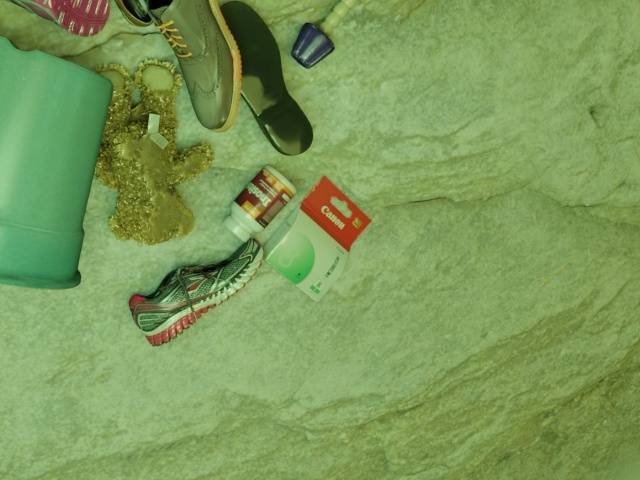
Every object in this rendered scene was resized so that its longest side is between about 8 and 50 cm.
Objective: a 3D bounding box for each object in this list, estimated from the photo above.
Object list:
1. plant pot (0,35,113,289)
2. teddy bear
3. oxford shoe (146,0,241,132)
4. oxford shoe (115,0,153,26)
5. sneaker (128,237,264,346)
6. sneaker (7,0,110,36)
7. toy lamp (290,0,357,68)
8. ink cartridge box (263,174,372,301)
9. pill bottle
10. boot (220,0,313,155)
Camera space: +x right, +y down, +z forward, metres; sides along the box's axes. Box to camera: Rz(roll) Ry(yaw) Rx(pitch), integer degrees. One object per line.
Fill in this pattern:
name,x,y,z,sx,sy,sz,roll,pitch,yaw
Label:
plant pot,-0.496,-0.136,1.131,0.341,0.341,0.334,18,93,-31
teddy bear,-0.327,-0.164,1.329,0.245,0.113,0.338,-31,113,-21
oxford shoe,-0.235,-0.359,1.244,0.132,0.129,0.364,-29,113,-48
oxford shoe,-0.347,-0.453,1.207,0.076,0.076,0.212,-42,121,-4
sneaker,-0.243,0.087,1.455,0.299,0.121,0.112,-36,101,-15
sneaker,-0.453,-0.416,1.157,0.252,0.111,0.103,23,96,-54
toy lamp,0.044,-0.454,1.401,0.080,0.080,0.275,37,90,-33
ink cartridge box,0.000,0.000,1.578,0.225,0.056,0.181,-49,123,0
pill bottle,-0.126,-0.073,1.464,0.152,0.086,0.086,-49,123,-2
boot,-0.121,-0.299,1.375,0.112,0.115,0.306,-27,101,-14
